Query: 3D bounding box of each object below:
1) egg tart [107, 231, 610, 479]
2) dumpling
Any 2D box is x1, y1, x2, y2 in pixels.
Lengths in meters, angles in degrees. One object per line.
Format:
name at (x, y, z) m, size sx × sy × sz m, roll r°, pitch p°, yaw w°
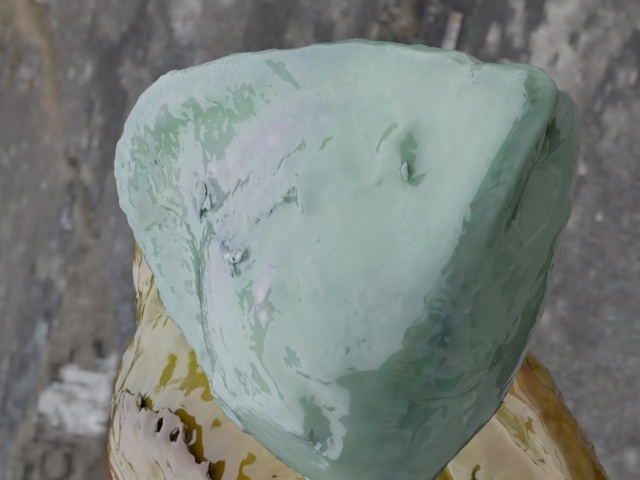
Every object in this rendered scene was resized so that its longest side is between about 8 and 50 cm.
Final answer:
egg tart at (0.013, 0.155, 0.961) m, size 0.443 × 0.178 × 0.443 m, roll 41°, pitch 155°, yaw 24°
dumpling at (0.004, 0.009, 0.557) m, size 0.217 × 0.149 × 0.105 m, roll 113°, pitch 163°, yaw -44°
